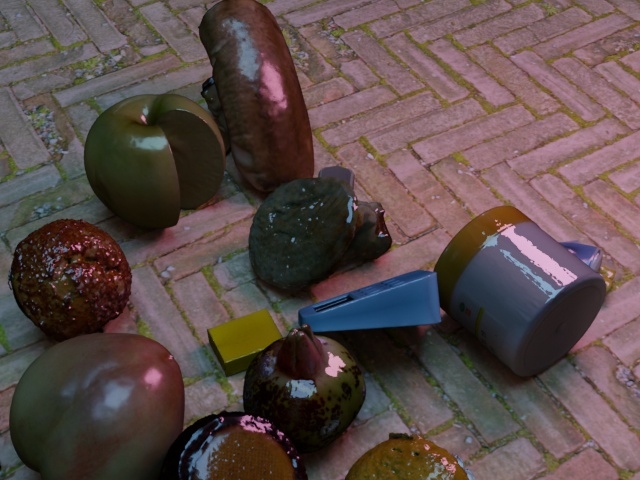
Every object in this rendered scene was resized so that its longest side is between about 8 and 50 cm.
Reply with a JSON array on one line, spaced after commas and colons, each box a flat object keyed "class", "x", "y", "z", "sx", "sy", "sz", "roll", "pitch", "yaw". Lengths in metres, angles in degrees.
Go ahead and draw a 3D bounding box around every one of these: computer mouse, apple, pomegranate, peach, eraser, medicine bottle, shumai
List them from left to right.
[{"class": "peach", "x": -0.354, "y": 0.281, "z": 1.596, "sx": 0.292, "sy": 0.247, "sz": 0.292, "roll": -18, "pitch": 55, "yaw": 28}, {"class": "apple", "x": -0.344, "y": -0.165, "z": 2.063, "sx": 0.292, "sy": 0.254, "sz": 0.292, "roll": 1, "pitch": 41, "yaw": -1}, {"class": "eraser", "x": -0.139, "y": 0.189, "z": 1.843, "sx": 0.122, "sy": 0.045, "sz": 0.097, "roll": -17, "pitch": 47, "yaw": -17}, {"class": "pomegranate", "x": -0.029, "y": 0.233, "z": 1.651, "sx": 0.214, "sy": 0.247, "sz": 0.214, "roll": 0, "pitch": 45, "yaw": 0}, {"class": "shumai", "x": 0.000, "y": 0.000, "z": 2.000, "sx": 0.272, "sy": 0.204, "sz": 0.222, "roll": -13, "pitch": 69, "yaw": 22}, {"class": "computer mouse", "x": 0.029, "y": -0.106, "z": 2.147, "sx": 0.089, "sy": 0.056, "sz": 0.181, "roll": 7, "pitch": 37, "yaw": 0}, {"class": "medicine bottle", "x": 0.360, "y": 0.093, "z": 1.811, "sx": 0.238, "sy": 0.237, "sz": 0.232, "roll": -27, "pitch": 52, "yaw": -25}]

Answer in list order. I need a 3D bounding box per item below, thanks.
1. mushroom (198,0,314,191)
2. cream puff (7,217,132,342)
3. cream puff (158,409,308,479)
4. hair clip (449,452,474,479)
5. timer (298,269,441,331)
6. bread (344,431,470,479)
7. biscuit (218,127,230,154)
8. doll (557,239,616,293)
[{"class": "mushroom", "x": -0.120, "y": -0.312, "z": 2.196, "sx": 0.224, "sy": 0.313, "sz": 0.397, "roll": -13, "pitch": 50, "yaw": -15}, {"class": "cream puff", "x": -0.457, "y": 0.071, "z": 1.832, "sx": 0.164, "sy": 0.240, "sz": 0.240, "roll": -4, "pitch": 34, "yaw": 41}, {"class": "cream puff", "x": -0.141, "y": 0.386, "z": 1.532, "sx": 0.239, "sy": 0.165, "sz": 0.239, "roll": 9, "pitch": 65, "yaw": -20}, {"class": "hair clip", "x": 0.223, "y": 0.425, "z": 1.599, "sx": 0.116, "sy": 0.049, "sz": 0.172, "roll": -23, "pitch": 43, "yaw": -28}, {"class": "timer", "x": 0.082, "y": 0.114, "z": 1.803, "sx": 0.250, "sy": 0.091, "sz": 0.232, "roll": -7, "pitch": 1, "yaw": -5}, {"class": "bread", "x": 0.132, "y": 0.424, "z": 1.514, "sx": 0.240, "sy": 0.139, "sz": 0.239, "roll": -17, "pitch": 48, "yaw": 19}, {"class": "biscuit", "x": -0.266, "y": -0.232, "z": 2.303, "sx": 0.102, "sy": 0.019, "sz": 0.130, "roll": -26, "pitch": 49, "yaw": -26}, {"class": "doll", "x": 0.469, "y": 0.035, "z": 1.974, "sx": 0.241, "sy": 0.098, "sz": 0.135, "roll": 17, "pitch": 68, "yaw": 18}]
